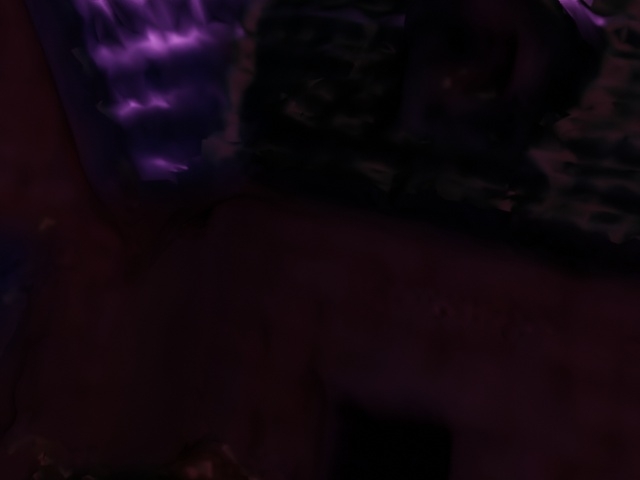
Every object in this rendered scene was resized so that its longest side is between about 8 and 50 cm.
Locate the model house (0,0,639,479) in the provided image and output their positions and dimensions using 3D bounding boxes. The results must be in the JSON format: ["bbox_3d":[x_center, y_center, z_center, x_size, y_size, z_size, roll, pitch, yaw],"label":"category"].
[{"bbox_3d":[0.000,0.000,0.690,0.382,0.343,0.334,17,17,27],"label":"model house"}]
